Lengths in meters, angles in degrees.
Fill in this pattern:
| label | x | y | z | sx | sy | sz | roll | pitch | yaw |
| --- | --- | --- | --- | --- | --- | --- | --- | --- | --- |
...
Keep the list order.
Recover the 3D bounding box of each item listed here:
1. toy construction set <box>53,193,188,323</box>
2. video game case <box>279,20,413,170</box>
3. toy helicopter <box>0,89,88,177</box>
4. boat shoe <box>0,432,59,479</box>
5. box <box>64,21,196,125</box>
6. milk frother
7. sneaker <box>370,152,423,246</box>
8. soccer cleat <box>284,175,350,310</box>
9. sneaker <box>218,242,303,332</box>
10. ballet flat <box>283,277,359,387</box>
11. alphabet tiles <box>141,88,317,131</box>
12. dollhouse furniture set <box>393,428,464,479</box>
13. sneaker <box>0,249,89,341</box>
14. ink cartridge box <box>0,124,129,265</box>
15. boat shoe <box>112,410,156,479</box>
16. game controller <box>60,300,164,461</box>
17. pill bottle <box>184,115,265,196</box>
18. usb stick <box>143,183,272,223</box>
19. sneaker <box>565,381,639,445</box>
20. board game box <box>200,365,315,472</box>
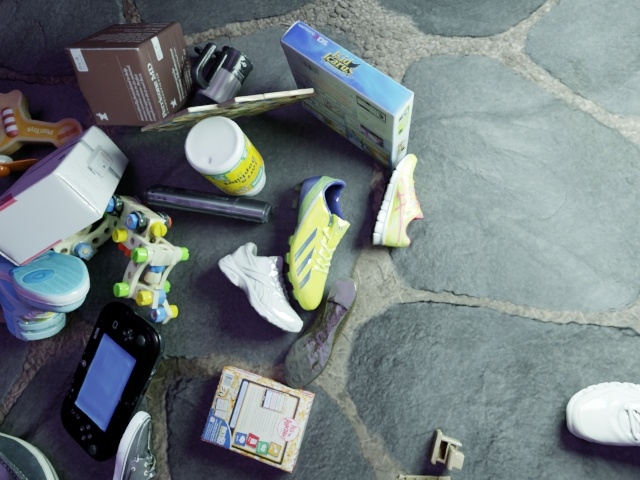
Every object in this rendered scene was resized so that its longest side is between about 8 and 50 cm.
| label | x | y | z | sx | sy | sz | roll | pitch | yaw |
| --- | --- | --- | --- | --- | --- | --- | --- | --- | --- |
| toy construction set | -0.427 | 0.022 | 0.932 | 0.327 | 0.151 | 0.215 | 24 | 105 | 19 |
| video game case | 0.060 | -0.283 | 0.865 | 0.269 | 0.244 | 0.061 | 39 | 84 | 14 |
| toy helicopter | -0.741 | -0.253 | 1.039 | 0.354 | 0.140 | 0.235 | 7 | 81 | 8 |
| boat shoe | -0.750 | 0.461 | 0.870 | 0.499 | 0.156 | 0.187 | 31 | 82 | 12 |
| box | -0.412 | -0.378 | 0.957 | 0.166 | 0.169 | 0.203 | 4 | 41 | 9 |
| milk frother | -0.260 | -0.397 | 1.026 | 0.143 | 0.129 | 0.135 | 17 | 76 | 56 |
| sneaker | 0.176 | -0.080 | 0.895 | 0.094 | 0.081 | 0.209 | 17 | 87 | 5 |
| soccer cleat | 0.000 | -0.001 | 0.884 | 0.121 | 0.093 | 0.290 | -2 | 75 | 22 |
| sneaker | -0.108 | 0.090 | 0.890 | 0.115 | 0.090 | 0.232 | -44 | 76 | -6 |
| ballet flat | 0.006 | 0.188 | 0.872 | 0.084 | 0.058 | 0.250 | 28 | 88 | 17 |
| alphabet tiles | -0.185 | -0.259 | 0.857 | 0.342 | 0.285 | 0.011 | 5 | 112 | 49 |
| dollhouse furniture set | 0.182 | 0.418 | 0.722 | 0.101 | 0.182 | 0.161 | 15 | 81 | 12 |
| sneaker | -0.569 | 0.135 | 0.889 | 0.318 | 0.127 | 0.208 | 15 | 118 | 35 |
| ink cartridge box | -0.548 | -0.107 | 0.896 | 0.207 | 0.117 | 0.283 | -30 | 34 | 7 |
| boat shoe | -0.368 | 0.466 | 0.851 | 0.076 | 0.080 | 0.229 | 13 | 81 | 5 |
| game controller | -0.432 | 0.287 | 0.869 | 0.166 | 0.067 | 0.319 | 28 | 99 | 11 |
| pill bottle | -0.187 | -0.163 | 0.893 | 0.117 | 0.208 | 0.118 | -2 | 78 | 9 |
| usb stick | -0.244 | -0.080 | 0.936 | 0.277 | 0.077 | 0.045 | 10 | 112 | 1 |
| sneaker | 0.582 | 0.305 | 0.722 | 0.291 | 0.118 | 0.110 | -4 | 79 | 9 |
| board game box | -0.124 | 0.354 | 0.853 | 0.193 | 0.045 | 0.147 | 15 | 80 | 12 |
